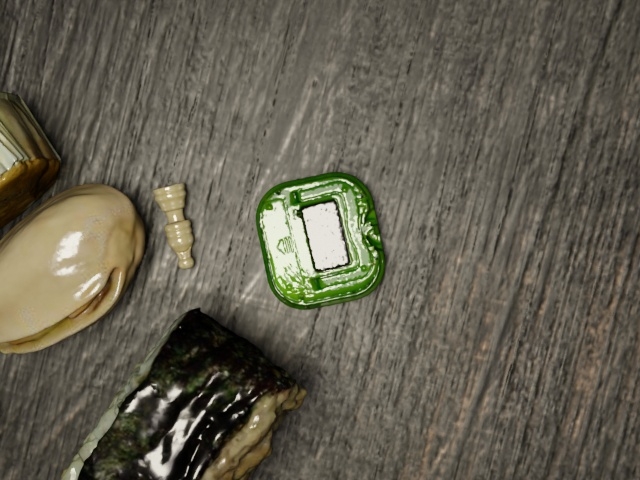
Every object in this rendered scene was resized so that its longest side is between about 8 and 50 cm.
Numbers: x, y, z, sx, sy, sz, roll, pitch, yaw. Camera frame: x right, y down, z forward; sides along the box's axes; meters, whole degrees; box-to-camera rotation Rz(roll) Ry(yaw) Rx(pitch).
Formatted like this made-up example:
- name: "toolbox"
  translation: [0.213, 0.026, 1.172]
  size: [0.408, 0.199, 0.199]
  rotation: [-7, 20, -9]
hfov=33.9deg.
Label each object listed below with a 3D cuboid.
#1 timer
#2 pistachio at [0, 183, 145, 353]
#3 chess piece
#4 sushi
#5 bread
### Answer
- name: "timer"
  translation: [0.000, 0.000, 1.116]
  size: [0.128, 0.047, 0.140]
  rotation: [-12, 91, 3]
- name: "pistachio"
  translation: [-0.275, 0.033, 1.098]
  size: [0.223, 0.126, 0.152]
  rotation: [-43, 55, 8]
- name: "chess piece"
  translation: [-0.153, -0.014, 1.132]
  size: [0.035, 0.035, 0.092]
  rotation: [-13, 95, 3]
- name: "sushi"
  translation: [-0.163, 0.241, 1.057]
  size: [0.171, 0.211, 0.350]
  rotation: [33, 99, -3]
- name: "bread"
  translation: [-0.370, -0.049, 1.063]
  size: [0.210, 0.192, 0.110]
  rotation: [-37, 92, 3]
